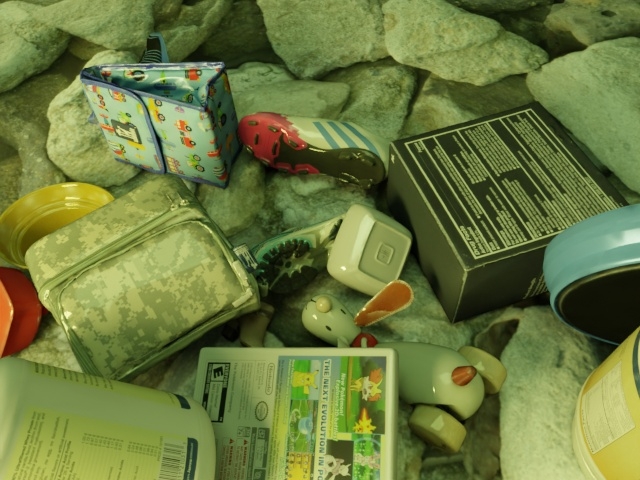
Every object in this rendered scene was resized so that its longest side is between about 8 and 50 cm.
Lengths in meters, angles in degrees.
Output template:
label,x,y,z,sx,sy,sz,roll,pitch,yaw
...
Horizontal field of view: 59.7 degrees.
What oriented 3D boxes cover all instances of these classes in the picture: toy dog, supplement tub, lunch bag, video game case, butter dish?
label,x,y,z,sx,sy,sz,roll,pitch,yaw
toy dog,0.114,0.172,0.836,0.334,0.161,0.220,11,56,11
supplement tub,-0.317,0.274,0.663,0.325,0.235,0.235,23,49,-29
lunch bag,-0.268,0.075,0.893,0.305,0.212,0.256,-31,59,-16
video game case,-0.047,0.308,0.743,0.300,0.036,0.329,-4,67,19
supplement tub,0.458,0.219,0.686,0.228,0.316,0.228,-2,57,3
lunch bag,-0.326,-0.241,1.115,0.293,0.221,0.138,8,56,9
butter dish,-0.521,0.116,0.944,0.160,0.160,0.118,43,26,28

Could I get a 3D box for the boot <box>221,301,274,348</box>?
label,x,y,z,sx,sy,sz,roll,pitch,yaw
boot,-0.106,0.147,0.941,0.118,0.042,0.087,28,59,21

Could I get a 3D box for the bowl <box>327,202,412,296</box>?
label,x,y,z,sx,sy,sz,roll,pitch,yaw
bowl,0.094,0.021,0.945,0.053,0.142,0.142,10,75,57

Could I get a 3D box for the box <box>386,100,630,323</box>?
label,x,y,z,sx,sy,sz,roll,pitch,yaw
box,0.303,-0.055,0.971,0.294,0.182,0.296,-16,54,-9

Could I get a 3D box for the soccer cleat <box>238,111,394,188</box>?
label,x,y,z,sx,sy,sz,roll,pitch,yaw
soccer cleat,-0.003,-0.198,1.149,0.331,0.116,0.143,20,42,14

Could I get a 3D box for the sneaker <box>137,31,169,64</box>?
label,x,y,z,sx,sy,sz,roll,pitch,yaw
sneaker,-0.404,-0.411,1.326,0.090,0.081,0.232,-12,56,-13

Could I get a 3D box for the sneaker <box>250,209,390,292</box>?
label,x,y,z,sx,sy,sz,roll,pitch,yaw
sneaker,0.000,0.000,0.997,0.283,0.110,0.122,-14,19,-25

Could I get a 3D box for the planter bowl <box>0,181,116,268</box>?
label,x,y,z,sx,sy,sz,roll,pitch,yaw
planter bowl,-0.472,-0.004,1.032,0.217,0.090,0.217,1,49,-1

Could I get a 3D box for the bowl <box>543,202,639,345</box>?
label,x,y,z,sx,sy,sz,roll,pitch,yaw
bowl,0.507,0.070,0.751,0.391,0.391,0.077,10,66,10
